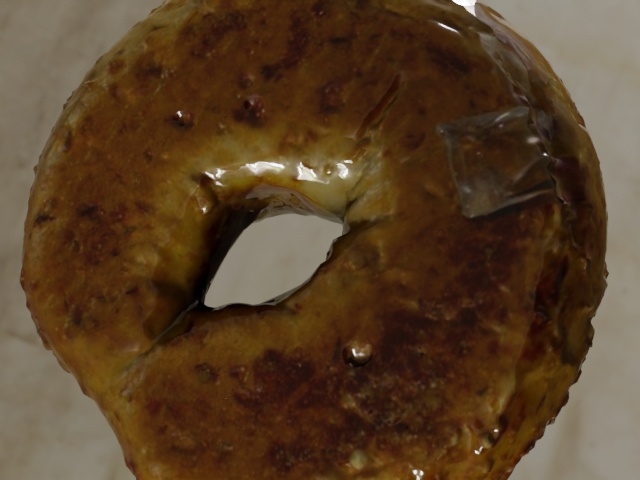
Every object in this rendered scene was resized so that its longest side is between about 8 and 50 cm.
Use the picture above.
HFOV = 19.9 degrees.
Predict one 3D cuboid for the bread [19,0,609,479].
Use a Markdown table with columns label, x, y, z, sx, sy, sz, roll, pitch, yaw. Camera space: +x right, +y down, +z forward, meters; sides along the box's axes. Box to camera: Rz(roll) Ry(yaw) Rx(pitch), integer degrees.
| label | x | y | z | sx | sy | sz | roll | pitch | yaw |
| --- | --- | --- | --- | --- | --- | --- | --- | --- | --- |
| bread | 0.000 | 0.000 | 0.563 | 0.064 | 0.193 | 0.193 | 54 | -123 | -73 |
